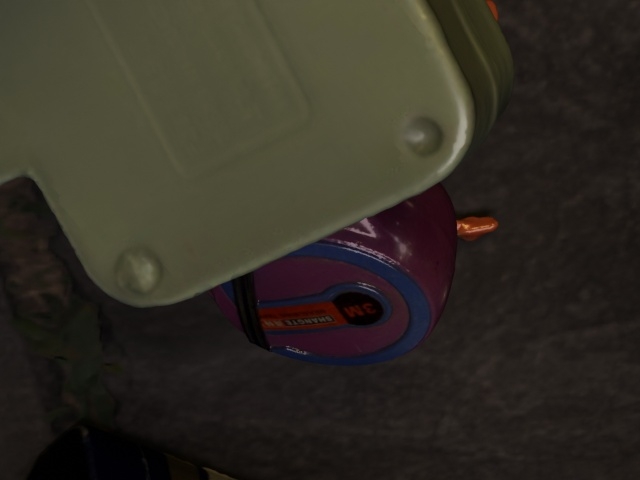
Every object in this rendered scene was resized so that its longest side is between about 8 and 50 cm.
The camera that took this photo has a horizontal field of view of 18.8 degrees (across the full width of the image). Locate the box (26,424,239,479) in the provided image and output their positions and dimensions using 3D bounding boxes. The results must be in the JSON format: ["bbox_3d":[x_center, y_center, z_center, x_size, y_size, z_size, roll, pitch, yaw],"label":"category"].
[{"bbox_3d":[-0.025,0.204,0.990,0.259,0.168,0.071,25,117,-29],"label":"box"}]

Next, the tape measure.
[{"bbox_3d":[0.000,0.000,0.880,0.118,0.074,0.125,-9,141,28],"label":"tape measure"}]

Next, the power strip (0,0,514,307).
[{"bbox_3d":[-0.094,-0.084,0.709,0.261,0.141,0.229,-24,99,24],"label":"power strip"}]

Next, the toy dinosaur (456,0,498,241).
[{"bbox_3d":[0.026,-0.083,0.846,0.101,0.055,0.279,-20,133,27],"label":"toy dinosaur"}]
